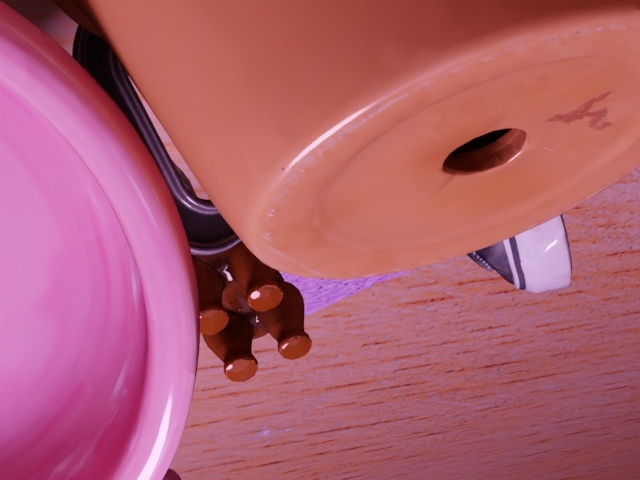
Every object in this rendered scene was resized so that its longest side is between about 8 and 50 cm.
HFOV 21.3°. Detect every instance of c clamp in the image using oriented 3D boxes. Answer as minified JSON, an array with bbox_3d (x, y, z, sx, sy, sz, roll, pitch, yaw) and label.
[{"bbox_3d":[-0.049,-0.067,0.856,0.137,0.161,0.022,-41,-160,-26],"label":"c clamp"}]

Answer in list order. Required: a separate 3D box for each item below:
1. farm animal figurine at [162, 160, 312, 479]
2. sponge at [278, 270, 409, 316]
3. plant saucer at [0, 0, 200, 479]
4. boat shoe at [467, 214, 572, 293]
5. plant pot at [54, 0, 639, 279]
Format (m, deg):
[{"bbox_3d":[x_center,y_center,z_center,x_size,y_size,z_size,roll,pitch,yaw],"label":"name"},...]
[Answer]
[{"bbox_3d":[-0.186,0.057,0.961,0.326,0.172,0.330,26,117,-39],"label":"farm animal figurine"},{"bbox_3d":[0.000,0.000,1.188,0.117,0.031,0.210,-22,159,3],"label":"sponge"},{"bbox_3d":[-0.216,0.020,0.748,0.332,0.332,0.084,-28,-158,15],"label":"plant saucer"},{"bbox_3d":[0.073,-0.056,1.038,0.119,0.121,0.335,-18,149,11],"label":"boat shoe"},{"bbox_3d":[0.030,-0.117,0.692,0.290,0.203,0.291,-18,159,-7],"label":"plant pot"}]
